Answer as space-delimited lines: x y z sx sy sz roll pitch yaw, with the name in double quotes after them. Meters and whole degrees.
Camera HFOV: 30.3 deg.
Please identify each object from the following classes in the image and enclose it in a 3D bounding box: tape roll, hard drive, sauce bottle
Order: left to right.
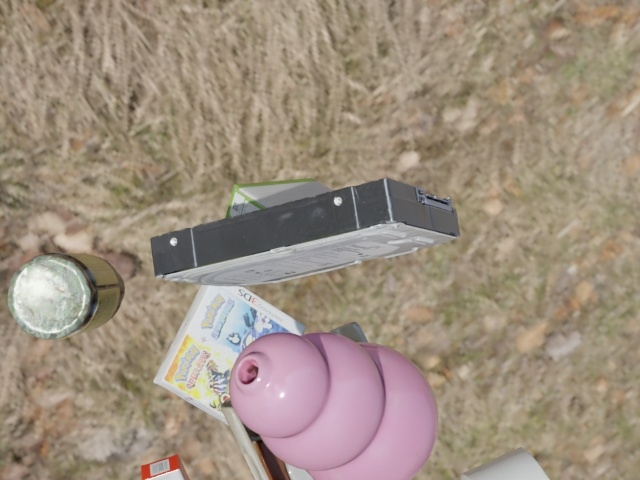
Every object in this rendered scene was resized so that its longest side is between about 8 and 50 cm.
-0.325 0.072 1.585 0.111 0.111 0.344 -36 177 -1 "sauce bottle"
-0.016 -0.001 1.530 0.339 0.064 0.237 -14 170 24 "hard drive"
0.305 0.446 1.693 0.100 0.286 0.286 -23 150 -5 "tape roll"

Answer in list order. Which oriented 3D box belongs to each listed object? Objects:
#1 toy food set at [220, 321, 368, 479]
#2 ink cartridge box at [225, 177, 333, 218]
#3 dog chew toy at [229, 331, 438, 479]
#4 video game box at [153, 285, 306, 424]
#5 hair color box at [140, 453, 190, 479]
0.002 0.287 1.831 0.306 0.219 0.092 -30 -173 -42 "toy food set"
0.000 0.000 1.841 0.189 0.255 0.097 -8 123 -47 "ink cartridge box"
0.009 0.212 1.520 0.206 0.206 0.332 -44 141 14 "dog chew toy"
-0.142 0.181 1.897 0.048 0.187 0.205 -22 -141 60 "video game box"
-0.260 0.447 2.079 0.072 0.043 0.141 -18 123 -1 "hair color box"
